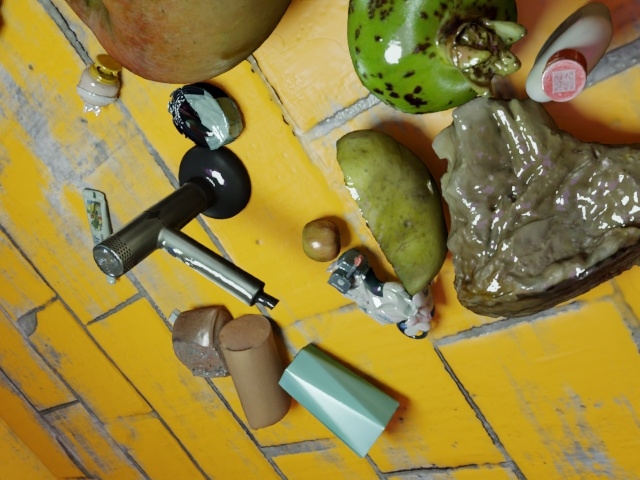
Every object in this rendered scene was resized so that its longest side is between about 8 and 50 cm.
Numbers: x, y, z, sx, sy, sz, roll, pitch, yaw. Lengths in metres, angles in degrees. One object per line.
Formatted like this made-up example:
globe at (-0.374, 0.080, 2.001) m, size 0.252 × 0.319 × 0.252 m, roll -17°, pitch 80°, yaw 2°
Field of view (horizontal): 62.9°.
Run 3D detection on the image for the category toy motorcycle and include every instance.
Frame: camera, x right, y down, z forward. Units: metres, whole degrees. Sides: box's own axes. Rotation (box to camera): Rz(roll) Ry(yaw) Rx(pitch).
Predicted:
toy motorcycle at (0.116, 0.091, 0.942) m, size 0.221 × 0.102 × 0.150 m, roll 33°, pitch 141°, yaw 6°

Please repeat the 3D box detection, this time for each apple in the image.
apple at (0.000, 0.000, 0.953) m, size 0.071 × 0.084 × 0.084 m, roll -6°, pitch 118°, yaw 8°
apple at (-0.182, -0.392, 0.669) m, size 0.338 × 0.305 × 0.339 m, roll 39°, pitch 158°, yaw 20°

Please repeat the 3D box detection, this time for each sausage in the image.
sausage at (-0.142, 0.304, 1.193) m, size 0.123 × 0.123 × 0.253 m, roll 3°, pitch 121°, yaw 26°

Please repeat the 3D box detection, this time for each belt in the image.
belt at (-0.205, -0.225, 0.941) m, size 0.140 × 0.058 × 0.105 m, roll 37°, pitch 123°, yaw 8°

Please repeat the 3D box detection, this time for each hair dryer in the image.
hair dryer at (-0.196, 0.006, 0.938) m, size 0.284 × 0.320 × 0.155 m, roll 38°, pitch 130°, yaw -11°

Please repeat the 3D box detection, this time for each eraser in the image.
eraser at (-0.339, 0.208, 1.303) m, size 0.083 × 0.019 × 0.038 m, roll 38°, pitch 129°, yaw 3°

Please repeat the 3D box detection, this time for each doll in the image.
doll at (-0.432, -0.303, 1.013) m, size 0.127 × 0.073 × 0.084 m, roll -46°, pitch 59°, yaw 35°

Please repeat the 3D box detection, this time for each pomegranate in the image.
pomegranate at (0.143, -0.251, 0.628) m, size 0.210 × 0.263 × 0.211 m, roll -7°, pitch 118°, yaw -13°

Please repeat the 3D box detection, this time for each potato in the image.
potato at (0.131, -0.060, 0.812) m, size 0.111 × 0.160 × 0.272 m, roll -26°, pitch 104°, yaw 21°

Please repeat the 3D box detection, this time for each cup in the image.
cup at (0.032, 0.332, 1.110) m, size 0.235 × 0.134 × 0.148 m, roll 35°, pitch 157°, yaw 10°

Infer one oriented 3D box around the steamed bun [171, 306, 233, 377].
steamed bun at (-0.272, 0.245, 1.225) m, size 0.144 × 0.106 × 0.175 m, roll -8°, pitch 112°, yaw 21°

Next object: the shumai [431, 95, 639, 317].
shumai at (0.305, -0.060, 0.739) m, size 0.346 × 0.217 × 0.283 m, roll -41°, pitch 64°, yaw 29°

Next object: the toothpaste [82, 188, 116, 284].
toothpaste at (-0.527, -0.003, 1.266) m, size 0.067 × 0.037 × 0.256 m, roll 13°, pitch 120°, yaw 21°

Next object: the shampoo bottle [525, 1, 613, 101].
shampoo bottle at (0.278, -0.206, 0.588) m, size 0.051 × 0.221 × 0.108 m, roll 41°, pitch 129°, yaw -1°
